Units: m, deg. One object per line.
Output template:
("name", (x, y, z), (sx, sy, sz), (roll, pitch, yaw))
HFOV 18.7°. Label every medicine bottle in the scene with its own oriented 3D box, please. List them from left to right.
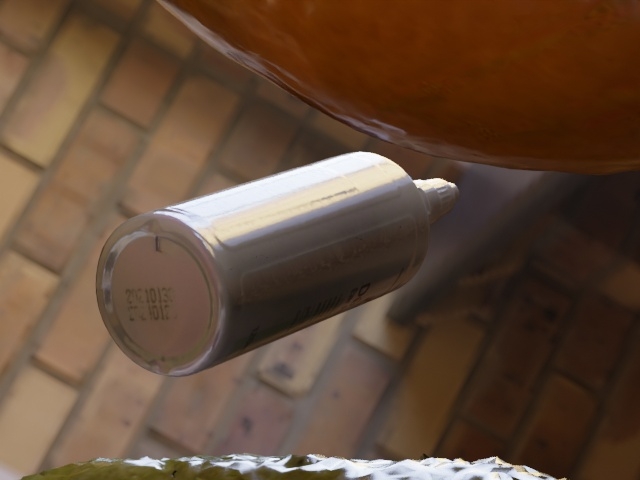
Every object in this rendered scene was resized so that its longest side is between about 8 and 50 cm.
("medicine bottle", (0.000, 0.000, 0.718), (0.199, 0.057, 0.057), (-20, -32, -56))

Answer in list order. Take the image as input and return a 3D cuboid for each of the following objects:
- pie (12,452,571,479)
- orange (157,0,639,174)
("pie", (-0.041, 0.118, 0.364), (0.323, 0.323, 0.070), (-72, -20, -64))
("orange", (0.042, -0.132, 0.404), (0.240, 0.240, 0.171), (-58, -3, 20))
